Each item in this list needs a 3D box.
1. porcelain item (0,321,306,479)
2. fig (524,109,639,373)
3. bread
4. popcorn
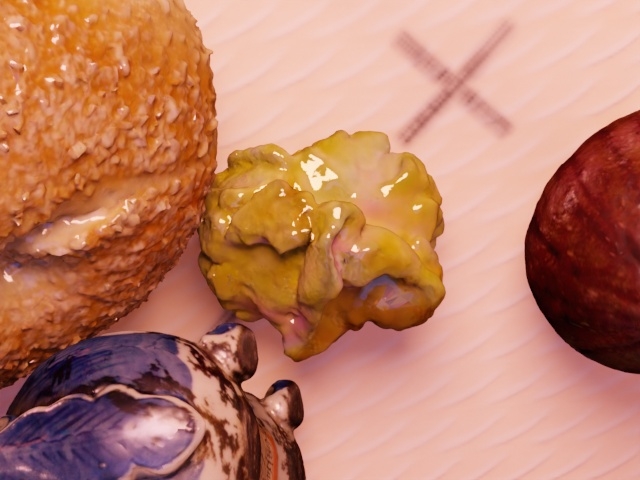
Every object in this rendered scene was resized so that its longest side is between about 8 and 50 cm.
[{"bbox_3d":[-0.107,0.132,0.825,0.186,0.288,0.138,-6,76,8],"label":"porcelain item"},{"bbox_3d":[0.187,0.015,0.843,0.148,0.202,0.149,45,137,-3],"label":"fig"},{"bbox_3d":[-0.184,-0.026,0.746,0.305,0.159,0.305,-25,146,-18],"label":"bread"},{"bbox_3d":[0.000,0.000,0.853,0.145,0.126,0.125,13,135,-24],"label":"popcorn"}]
